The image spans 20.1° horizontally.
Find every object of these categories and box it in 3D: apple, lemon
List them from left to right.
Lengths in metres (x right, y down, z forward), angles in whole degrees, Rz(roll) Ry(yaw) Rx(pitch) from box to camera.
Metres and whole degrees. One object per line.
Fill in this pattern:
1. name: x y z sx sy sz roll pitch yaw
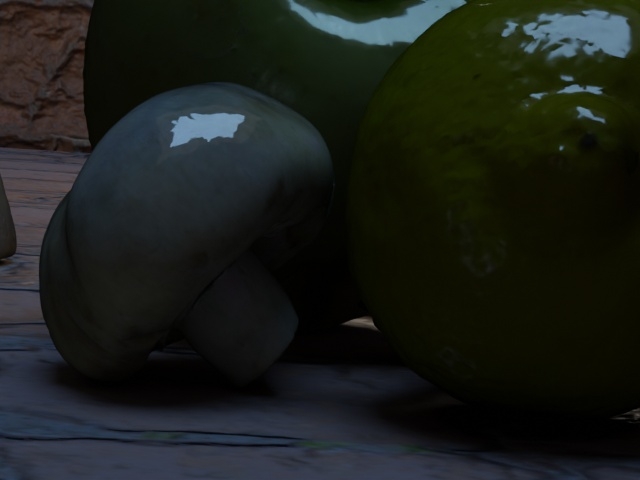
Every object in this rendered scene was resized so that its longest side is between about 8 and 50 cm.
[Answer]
1. apple: 0.002 -0.082 0.969 0.279 0.279 0.279 4 5 0
2. lemon: 0.101 -0.014 0.764 0.184 0.184 0.248 5 -6 13

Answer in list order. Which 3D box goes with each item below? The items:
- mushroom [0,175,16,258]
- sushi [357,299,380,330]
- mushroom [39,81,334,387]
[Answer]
1. mushroom: -0.288 -0.069 1.209 0.173 0.162 0.236 1 7 -15
2. sushi: 0.080 0.031 0.913 0.118 0.061 0.060 9 29 -20
3. mushroom: -0.055 0.004 0.783 0.154 0.122 0.154 -38 -3 -2
